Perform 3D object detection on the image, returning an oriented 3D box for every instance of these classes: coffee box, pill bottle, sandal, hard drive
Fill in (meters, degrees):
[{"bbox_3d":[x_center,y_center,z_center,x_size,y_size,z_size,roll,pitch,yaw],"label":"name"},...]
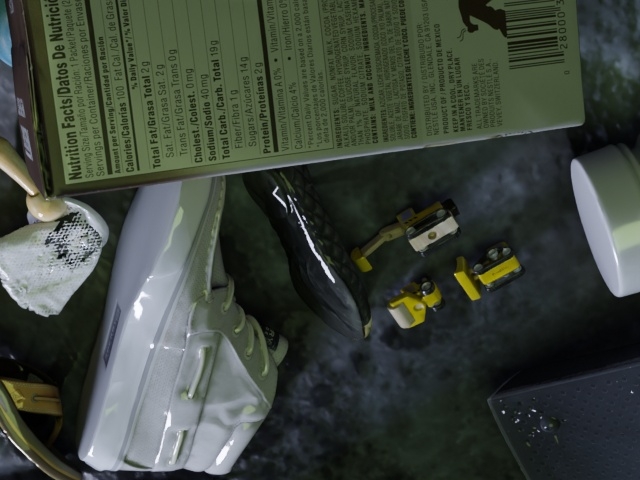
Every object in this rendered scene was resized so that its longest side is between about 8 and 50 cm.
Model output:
[{"bbox_3d":[-0.023,-0.106,0.792,0.297,0.168,0.119,-9,100,-13],"label":"coffee box"},{"bbox_3d":[0.282,-0.038,0.924,0.208,0.119,0.119,-17,116,2],"label":"pill bottle"},{"bbox_3d":[-0.213,0.103,0.974,0.049,0.072,0.180,-36,112,-13],"label":"sandal"},{"bbox_3d":[0.252,0.182,1.030,0.172,0.054,0.255,-19,116,33],"label":"hard drive"}]

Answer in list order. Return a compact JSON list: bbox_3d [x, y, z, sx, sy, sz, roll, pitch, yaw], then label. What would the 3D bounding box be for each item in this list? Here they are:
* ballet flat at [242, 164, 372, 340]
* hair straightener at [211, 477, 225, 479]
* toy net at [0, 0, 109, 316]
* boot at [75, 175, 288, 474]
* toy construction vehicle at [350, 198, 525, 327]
[{"bbox_3d":[0.000,0.000,0.953,0.057,0.049,0.173,4,132,40],"label":"ballet flat"},{"bbox_3d":[-0.182,0.211,1.046,0.230,0.047,0.089,-7,136,-9],"label":"hair straightener"},{"bbox_3d":[-0.160,-0.060,0.910,0.122,0.045,0.232,2,118,-13],"label":"toy net"},{"bbox_3d":[-0.080,0.051,0.956,0.123,0.095,0.258,9,119,-22],"label":"boot"},{"bbox_3d":[0.082,0.012,0.979,0.098,0.035,0.086,-32,126,12],"label":"toy construction vehicle"}]
